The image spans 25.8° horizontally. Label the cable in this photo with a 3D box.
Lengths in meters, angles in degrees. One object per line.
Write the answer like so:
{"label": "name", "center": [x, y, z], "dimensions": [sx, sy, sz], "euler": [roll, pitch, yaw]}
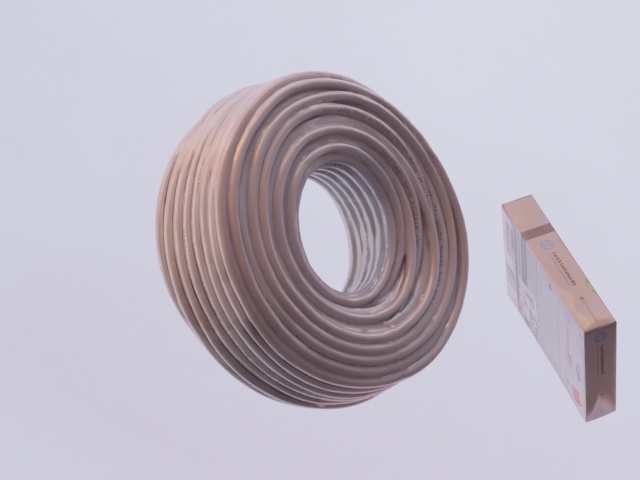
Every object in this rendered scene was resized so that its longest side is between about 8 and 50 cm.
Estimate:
{"label": "cable", "center": [0.000, 0.000, 1.062], "dimensions": [0.257, 0.089, 0.257], "euler": [-38, -76, -42]}

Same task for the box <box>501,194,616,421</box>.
{"label": "box", "center": [0.238, 0.067, 1.402], "dimensions": [0.038, 0.186, 0.145], "euler": [-19, -43, -6]}
